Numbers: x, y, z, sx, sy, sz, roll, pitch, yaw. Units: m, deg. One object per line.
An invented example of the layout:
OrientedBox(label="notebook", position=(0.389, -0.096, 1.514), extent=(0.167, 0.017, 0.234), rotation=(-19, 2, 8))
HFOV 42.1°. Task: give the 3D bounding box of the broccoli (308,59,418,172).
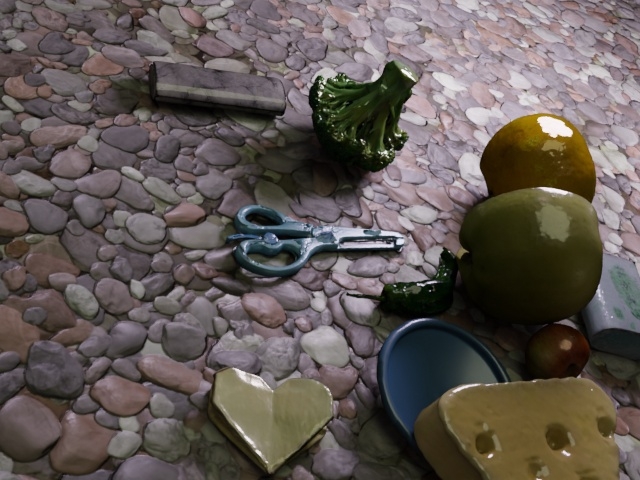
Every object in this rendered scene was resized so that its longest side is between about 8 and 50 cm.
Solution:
OrientedBox(label="broccoli", position=(0.096, -0.283, 1.813), extent=(0.254, 0.269, 0.269), rotation=(42, 42, -8))

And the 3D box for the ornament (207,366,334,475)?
OrientedBox(label="ornament", position=(-0.081, 0.290, 1.319), extent=(0.201, 0.059, 0.180), rotation=(11, 45, -12))

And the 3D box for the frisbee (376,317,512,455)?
OrientedBox(label="frisbee", position=(0.220, 0.273, 1.475), extent=(0.289, 0.049, 0.290), rotation=(15, 52, -20))

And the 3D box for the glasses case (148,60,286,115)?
OrientedBox(label="glasses case", position=(-0.228, -0.334, 1.859), extent=(0.299, 0.060, 0.114), rotation=(3, 47, -23))

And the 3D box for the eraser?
OrientedBox(label="eraser", position=(0.633, 0.135, 1.793), extent=(0.174, 0.081, 0.227), rotation=(13, 43, -14))

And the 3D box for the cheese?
OrientedBox(label="cheese", position=(0.366, 0.402, 1.360), extent=(0.383, 0.104, 0.384), rotation=(16, 49, -19))

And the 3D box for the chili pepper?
OrientedBox(label="chili pepper", position=(0.193, 0.093, 1.637), extent=(0.278, 0.065, 0.122), rotation=(-16, 48, -39))

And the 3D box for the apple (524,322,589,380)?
OrientedBox(label="apple", position=(0.451, 0.217, 1.594), extent=(0.126, 0.126, 0.102), rotation=(-8, 39, -32))

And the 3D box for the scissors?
OrientedBox(label="scissors", position=(0.000, 0.000, 1.658), extent=(0.392, 0.032, 0.180), rotation=(1, 48, -25))

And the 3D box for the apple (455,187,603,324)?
OrientedBox(label="apple", position=(0.410, 0.049, 1.633), extent=(0.257, 0.295, 0.234), rotation=(-8, 71, -3))

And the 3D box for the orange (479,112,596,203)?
OrientedBox(label="orange", position=(0.485, -0.147, 1.873), extent=(0.235, 0.279, 0.279), rotation=(-15, 50, 0))
